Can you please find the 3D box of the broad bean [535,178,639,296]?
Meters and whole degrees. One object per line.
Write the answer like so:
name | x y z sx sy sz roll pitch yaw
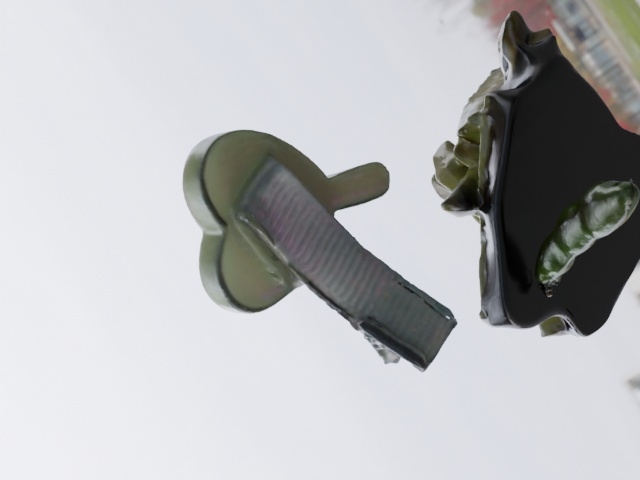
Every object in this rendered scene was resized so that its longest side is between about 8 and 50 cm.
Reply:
broad bean | 0.302 -0.013 1.429 0.254 0.047 0.065 118 147 -60

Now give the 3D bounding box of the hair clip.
hair clip | 0.000 -0.002 0.849 0.218 0.071 0.159 41 -118 -21

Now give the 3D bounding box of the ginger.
ginger | 0.282 -0.072 1.671 0.358 0.211 0.413 19 -100 -37
